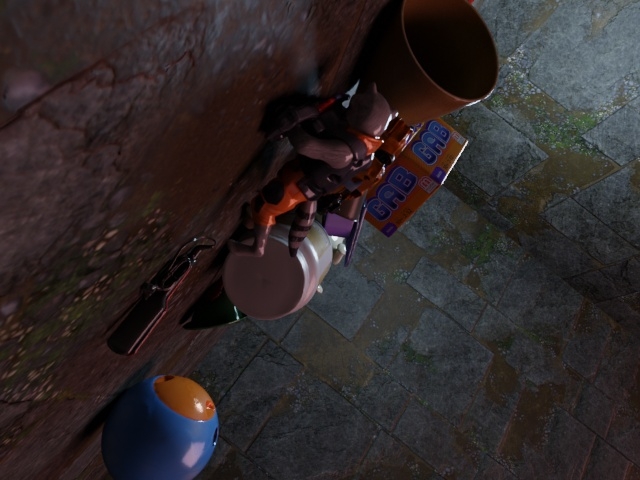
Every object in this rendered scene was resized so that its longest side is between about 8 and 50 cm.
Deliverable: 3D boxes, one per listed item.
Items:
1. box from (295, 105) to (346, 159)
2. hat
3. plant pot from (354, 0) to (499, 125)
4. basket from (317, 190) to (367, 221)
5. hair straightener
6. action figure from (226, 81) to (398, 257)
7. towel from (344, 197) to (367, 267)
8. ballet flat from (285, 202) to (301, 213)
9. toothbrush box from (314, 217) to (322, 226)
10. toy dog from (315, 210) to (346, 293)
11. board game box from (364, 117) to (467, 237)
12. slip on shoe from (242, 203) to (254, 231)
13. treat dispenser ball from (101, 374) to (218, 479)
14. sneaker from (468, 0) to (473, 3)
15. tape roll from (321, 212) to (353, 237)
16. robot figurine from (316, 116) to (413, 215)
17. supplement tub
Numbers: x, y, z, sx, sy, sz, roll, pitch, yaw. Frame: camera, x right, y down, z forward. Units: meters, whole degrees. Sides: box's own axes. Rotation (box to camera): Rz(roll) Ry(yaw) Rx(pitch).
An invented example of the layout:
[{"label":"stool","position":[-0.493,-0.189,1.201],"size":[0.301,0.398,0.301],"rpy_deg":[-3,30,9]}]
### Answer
[{"label":"box","position":[0.012,-0.226,0.959],"size":[0.169,0.054,0.059],"rpy_deg":[-51,179,8]},{"label":"hat","position":[-0.290,0.133,1.145],"size":[0.208,0.183,0.173],"rpy_deg":[-9,-177,15]},{"label":"plant pot","position":[0.184,-0.336,0.868],"size":[0.237,0.237,0.254],"rpy_deg":[-51,-167,-28]},{"label":"basket","position":[0.066,-0.198,1.126],"size":[0.227,0.204,0.154],"rpy_deg":[-61,165,14]},{"label":"hair straightener","position":[-0.246,0.081,0.664],"size":[0.230,0.047,0.089],"rpy_deg":[-51,179,-18]},{"label":"action figure","position":[0.003,-0.135,0.740],"size":[0.330,0.178,0.341],"rpy_deg":[-42,-177,32]},{"label":"towel","position":[0.112,-0.098,1.466],"size":[0.336,0.040,0.243],"rpy_deg":[-84,-175,-57]},{"label":"ballet flat","position":[-0.074,-0.105,1.401],"size":[0.173,0.049,0.057],"rpy_deg":[-50,177,-44]},{"label":"toothbrush box","position":[-0.127,0.049,1.466],"size":[0.295,0.126,0.216],"rpy_deg":[-42,-178,18]},{"label":"toy dog","position":[0.000,0.000,2.056],"size":[0.408,0.284,0.395],"rpy_deg":[-51,-168,0]},{"label":"board game box","position":[0.294,-0.310,1.676],"size":[0.356,0.356,0.356],"rpy_deg":[-50,179,-40]},{"label":"slip on shoe","position":[-0.144,-0.043,0.880],"size":[0.041,0.051,0.135],"rpy_deg":[-40,-176,-5]},{"label":"treat dispenser ball","position":[-0.417,0.506,1.104],"size":[0.288,0.288,0.288],"rpy_deg":[-51,179,-2]},{"label":"sneaker","position":[0.246,-0.466,0.972],"size":[0.107,0.118,0.279],"rpy_deg":[-50,178,-37]},{"label":"tape roll","position":[0.065,-0.149,1.395],"size":[0.275,0.090,0.274],"rpy_deg":[-172,-90,-86]},{"label":"robot figurine","position":[0.070,-0.159,0.910],"size":[0.211,0.085,0.291],"rpy_deg":[-54,-166,-20]},{"label":"supplement tub","position":[-0.100,0.057,1.071],"size":[0.228,0.228,0.316],"rpy_deg":[-52,178,14]}]
